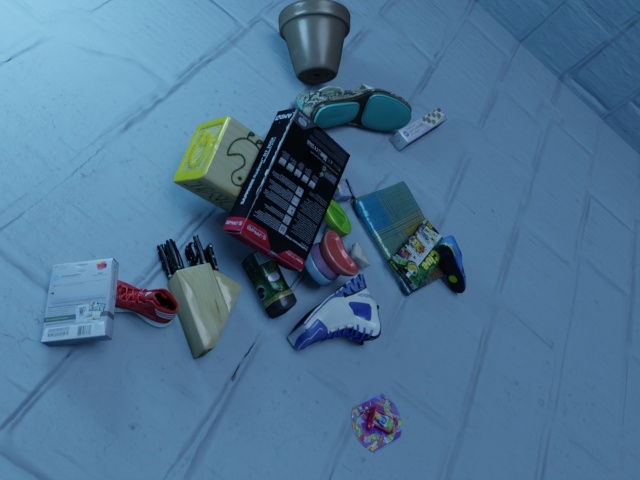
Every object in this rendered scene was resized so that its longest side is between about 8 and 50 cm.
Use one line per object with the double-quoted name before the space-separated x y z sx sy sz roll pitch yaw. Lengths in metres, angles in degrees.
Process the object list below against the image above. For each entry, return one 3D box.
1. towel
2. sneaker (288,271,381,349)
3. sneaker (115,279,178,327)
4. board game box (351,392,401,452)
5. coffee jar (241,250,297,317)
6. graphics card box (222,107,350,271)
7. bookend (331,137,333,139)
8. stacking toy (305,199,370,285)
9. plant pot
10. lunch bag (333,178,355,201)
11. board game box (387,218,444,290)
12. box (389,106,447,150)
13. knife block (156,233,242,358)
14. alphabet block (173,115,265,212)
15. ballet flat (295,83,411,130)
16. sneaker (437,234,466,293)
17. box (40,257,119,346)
"towel" 0.288 -0.014 1.915 0.271 0.040 0.370 -21 78 -38
"sneaker" 0.075 0.232 1.572 0.182 0.127 0.315 51 47 5
"sneaker" -0.434 0.124 1.302 0.221 0.128 0.087 23 54 -21
"board game box" 0.167 0.501 1.537 0.169 0.033 0.133 -13 71 -37
"coffee jar" -0.139 0.117 1.520 0.079 0.096 0.184 -20 77 -36
"graphics card box" -0.081 -0.132 1.467 0.233 0.094 0.371 34 72 -38
"bookend" -0.013 -0.296 1.809 0.157 0.072 0.156 12 24 -28
"stacking toy" 0.000 0.000 1.696 0.279 0.130 0.309 9 52 -61
"plant pot" -0.016 -0.699 2.001 0.263 0.263 0.229 1 81 -32
"lunch bag" 0.078 -0.170 1.858 0.083 0.053 0.071 -2 66 -44
"board game box" 0.337 0.043 1.873 0.136 0.030 0.260 50 50 -4
"box" 0.398 -0.449 2.218 0.063 0.067 0.324 52 48 3
"knife block" -0.335 0.124 1.395 0.242 0.088 0.275 31 52 -14
"alphabet block" -0.250 -0.199 1.511 0.197 0.193 0.192 29 72 -35
"ballet flat" 0.120 -0.501 2.025 0.483 0.164 0.182 -9 49 -35
"sneaker" 0.465 0.081 1.901 0.082 0.069 0.209 -42 118 -43
"box" -0.536 0.137 1.242 0.145 0.038 0.186 -7 64 2
